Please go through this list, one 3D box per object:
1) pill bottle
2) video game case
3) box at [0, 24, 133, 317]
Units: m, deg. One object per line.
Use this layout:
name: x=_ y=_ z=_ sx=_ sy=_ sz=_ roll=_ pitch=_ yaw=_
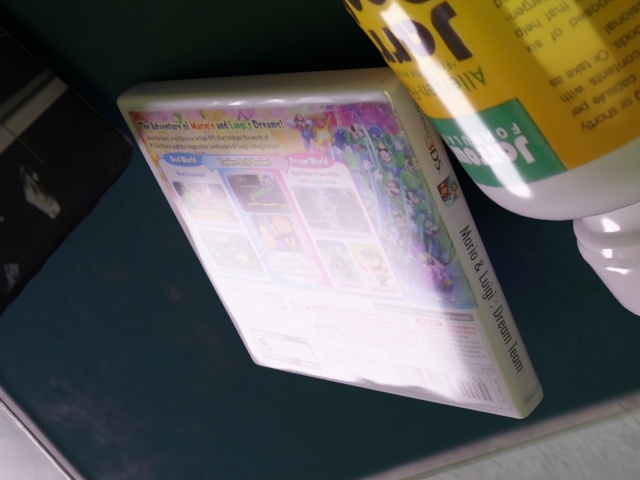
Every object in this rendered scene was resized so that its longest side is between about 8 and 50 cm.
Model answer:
pill bottle: x=0.071 y=-0.081 z=0.367 sx=0.118 sy=0.117 sz=0.208 roll=-26 pitch=111 yaw=35
video game case: x=0.000 y=0.000 z=0.485 sx=0.157 sy=0.019 sz=0.143 roll=5 pitch=129 yaw=47
box: x=-0.406 y=0.008 z=0.398 sx=0.480 sy=0.471 sz=0.297 roll=42 pitch=130 yaw=-10
